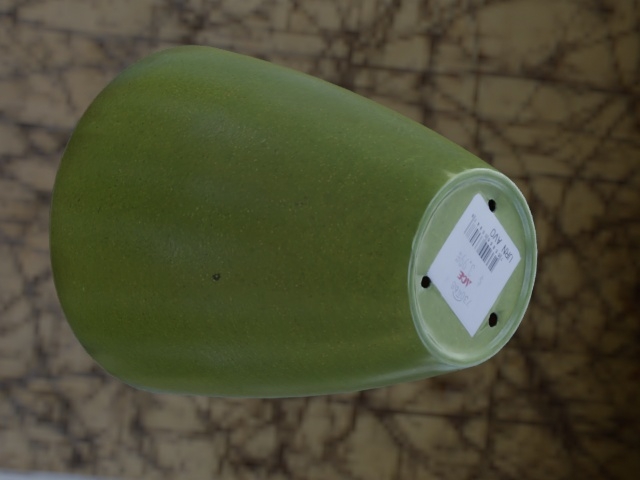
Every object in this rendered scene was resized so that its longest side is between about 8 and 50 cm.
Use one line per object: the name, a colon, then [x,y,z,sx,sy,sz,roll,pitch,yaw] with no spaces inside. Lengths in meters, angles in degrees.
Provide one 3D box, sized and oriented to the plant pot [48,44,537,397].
plant pot: [0.000,0.000,1.264,0.294,0.275,0.274,8,-86,44]
